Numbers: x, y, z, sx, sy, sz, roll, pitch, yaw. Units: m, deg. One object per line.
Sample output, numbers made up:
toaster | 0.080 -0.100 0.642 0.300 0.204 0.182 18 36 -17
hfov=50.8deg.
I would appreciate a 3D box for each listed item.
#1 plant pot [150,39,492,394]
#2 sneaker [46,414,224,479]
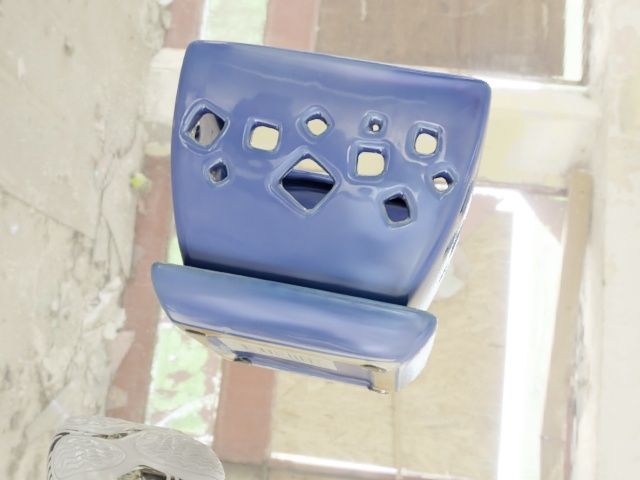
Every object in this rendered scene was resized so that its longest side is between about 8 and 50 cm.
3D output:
plant pot | 0.000 0.000 0.559 0.236 0.235 0.212 75 27 -71
sneaker | -0.146 0.267 0.468 0.365 0.137 0.210 17 -91 67
